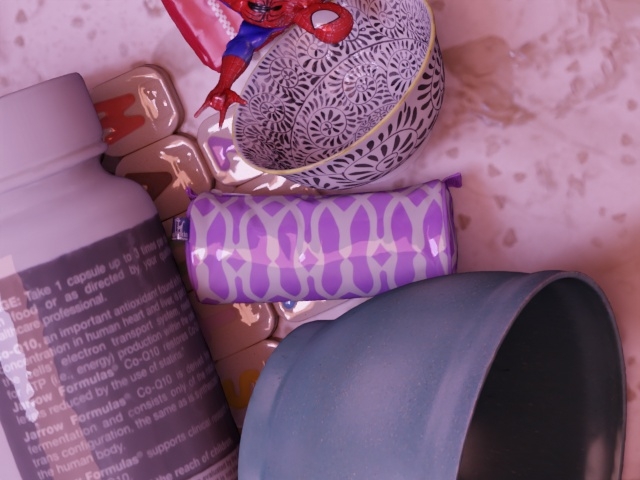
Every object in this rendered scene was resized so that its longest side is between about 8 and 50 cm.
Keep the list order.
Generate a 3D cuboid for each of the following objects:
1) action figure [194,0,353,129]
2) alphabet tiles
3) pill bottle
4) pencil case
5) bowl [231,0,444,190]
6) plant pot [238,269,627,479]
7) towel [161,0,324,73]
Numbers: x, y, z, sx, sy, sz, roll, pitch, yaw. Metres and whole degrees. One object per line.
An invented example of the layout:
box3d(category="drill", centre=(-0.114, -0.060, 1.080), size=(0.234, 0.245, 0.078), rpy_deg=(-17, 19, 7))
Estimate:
box3d(category="action figure", centre=(-0.117, -0.182, 1.363), size=(0.280, 0.139, 0.091), rpy_deg=(22, 134, 5))
box3d(category="alphabet tiles", centre=(-0.124, 0.019, 1.490), size=(0.278, 0.021, 0.284), rpy_deg=(-23, 94, 15))
box3d(category="pill bottle", centre=(-0.187, 0.077, 1.396), size=(0.204, 0.204, 0.361), rpy_deg=(-18, 96, 14))
box3d(category="pencil case", centre=(0.000, 0.000, 1.422), size=(0.206, 0.086, 0.088), rpy_deg=(-1, 65, 4))
box3d(category="bowl", centre=(0.028, -0.091, 1.391), size=(0.170, 0.170, 0.080), rpy_deg=(-32, 127, 15))
box3d(category="plant pot", centre=(0.067, 0.153, 1.357), size=(0.196, 0.293, 0.293), rpy_deg=(8, 101, 30))
box3d(category="towel", centre=(-0.026, -0.272, 1.416), size=(0.275, 0.031, 0.199), rpy_deg=(-35, 91, 14))
